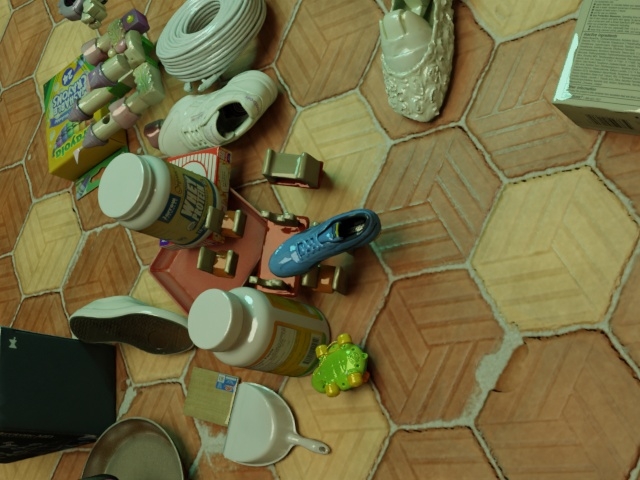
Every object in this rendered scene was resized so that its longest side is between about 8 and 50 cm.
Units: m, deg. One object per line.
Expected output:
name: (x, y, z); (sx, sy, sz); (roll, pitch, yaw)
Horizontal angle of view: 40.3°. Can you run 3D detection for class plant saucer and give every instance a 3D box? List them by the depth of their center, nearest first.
plant saucer: (-0.367, 0.509, 1.732); (0.311, 0.050, 0.310); (-12, 69, 36)
plant saucer: (-0.212, 0.026, 1.759); (0.258, 0.048, 0.259); (40, 101, 39)

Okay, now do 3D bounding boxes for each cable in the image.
cable: (-0.237, -0.450, 1.852); (0.257, 0.089, 0.257); (-43, 38, 1)

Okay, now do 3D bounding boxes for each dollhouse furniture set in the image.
dollhouse furniture set: (-0.061, -0.026, 1.592); (0.262, 0.135, 0.259); (7, 81, 16)

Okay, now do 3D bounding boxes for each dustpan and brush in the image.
dustpan and brush: (-0.075, 0.346, 1.554); (0.211, 0.060, 0.147); (8, 83, 46)

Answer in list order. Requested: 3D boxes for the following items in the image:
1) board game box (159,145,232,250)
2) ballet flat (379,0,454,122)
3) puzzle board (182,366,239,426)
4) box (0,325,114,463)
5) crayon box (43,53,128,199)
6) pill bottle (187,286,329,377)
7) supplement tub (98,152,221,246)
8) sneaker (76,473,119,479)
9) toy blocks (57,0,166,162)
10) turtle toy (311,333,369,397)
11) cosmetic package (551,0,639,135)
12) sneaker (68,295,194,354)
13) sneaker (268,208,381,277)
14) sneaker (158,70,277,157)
board game box: (-0.253, -0.083, 1.765); (0.147, 0.045, 0.193); (-9, 71, 36)
ballet flat: (0.161, -0.415, 1.545); (0.147, 0.147, 0.408); (-1, 76, 38)
puzzle board: (-0.213, 0.304, 1.698); (0.128, 0.011, 0.096); (5, 78, 39)
box: (-0.681, 0.344, 1.872); (0.396, 0.293, 0.211); (-20, 65, 33)
crayon box: (-0.574, -0.288, 2.121); (0.203, 0.083, 0.322); (-28, 61, 29)
pill bottle: (-0.107, 0.156, 1.505); (0.136, 0.246, 0.136); (-13, 68, 35)
supplement tub: (-0.301, -0.077, 1.639); (0.144, 0.200, 0.144); (-12, 70, 35)
sneaker: (-0.390, 0.535, 1.594); (0.483, 0.185, 0.202); (-7, 76, 35)
toy blocks: (-0.479, -0.352, 1.915); (0.260, 0.309, 0.288); (-30, 59, 21)
turtle toy: (0.032, 0.222, 1.492); (0.130, 0.066, 0.095); (-30, 60, 29)
cosmetic package: (0.473, -0.319, 1.281); (0.160, 0.113, 0.309); (18, 87, 40)
sneaker: (-0.372, 0.158, 1.815); (0.290, 0.123, 0.105); (6, 118, 20)
sneaker: (0.000, 0.000, 1.456); (0.209, 0.082, 0.069); (-23, 76, 11)
sneaker: (-0.233, -0.243, 1.785); (0.305, 0.114, 0.152); (-26, 25, 31)
